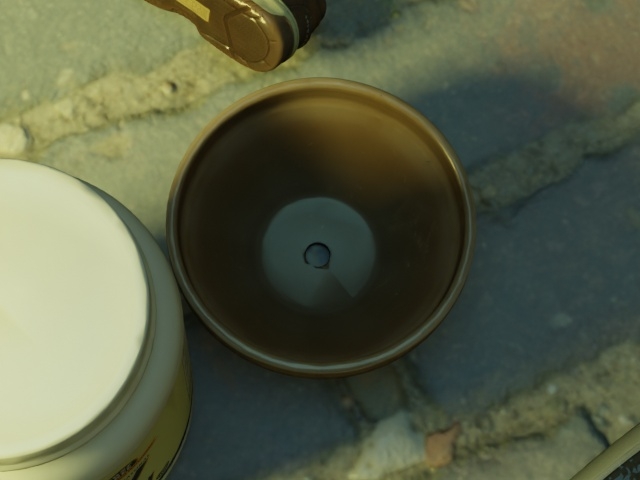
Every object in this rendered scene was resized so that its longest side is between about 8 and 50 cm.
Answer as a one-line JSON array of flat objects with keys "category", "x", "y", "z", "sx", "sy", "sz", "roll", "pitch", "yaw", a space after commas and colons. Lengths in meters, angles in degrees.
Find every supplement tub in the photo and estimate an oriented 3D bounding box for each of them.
[{"category": "supplement tub", "x": -0.212, "y": 0.084, "z": 1.376, "sx": 0.235, "sy": 0.325, "sz": 0.235, "roll": 0, "pitch": 75, "yaw": -1}]

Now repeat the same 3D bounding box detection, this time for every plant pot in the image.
[{"category": "plant pot", "x": 0.000, "y": 0.000, "z": 1.518, "sx": 0.237, "sy": 0.110, "sz": 0.237, "roll": 0, "pitch": 74, "yaw": -1}]

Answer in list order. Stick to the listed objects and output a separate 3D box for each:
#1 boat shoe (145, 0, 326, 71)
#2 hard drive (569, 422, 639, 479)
[{"category": "boat shoe", "x": -0.106, "y": -0.241, "z": 1.603, "sx": 0.257, "sy": 0.095, "sz": 0.095, "roll": 41, "pitch": 53, "yaw": 11}, {"category": "hard drive", "x": 0.254, "y": 0.245, "z": 1.486, "sx": 0.255, "sy": 0.054, "sz": 0.172, "roll": -39, "pitch": 79, "yaw": -11}]
